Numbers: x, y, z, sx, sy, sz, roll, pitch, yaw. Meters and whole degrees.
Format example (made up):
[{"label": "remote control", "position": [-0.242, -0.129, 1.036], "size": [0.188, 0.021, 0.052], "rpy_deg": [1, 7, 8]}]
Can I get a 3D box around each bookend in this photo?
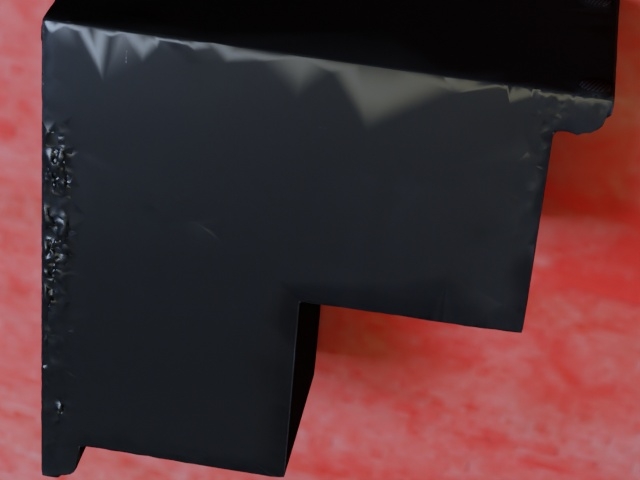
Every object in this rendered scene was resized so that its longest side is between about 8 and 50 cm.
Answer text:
[{"label": "bookend", "position": [0.000, 0.000, 0.563], "size": [0.157, 0.072, 0.156], "rpy_deg": [8, 120, 6]}]
